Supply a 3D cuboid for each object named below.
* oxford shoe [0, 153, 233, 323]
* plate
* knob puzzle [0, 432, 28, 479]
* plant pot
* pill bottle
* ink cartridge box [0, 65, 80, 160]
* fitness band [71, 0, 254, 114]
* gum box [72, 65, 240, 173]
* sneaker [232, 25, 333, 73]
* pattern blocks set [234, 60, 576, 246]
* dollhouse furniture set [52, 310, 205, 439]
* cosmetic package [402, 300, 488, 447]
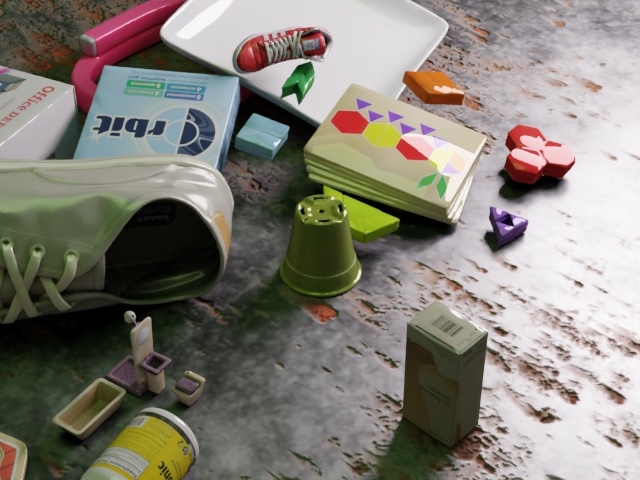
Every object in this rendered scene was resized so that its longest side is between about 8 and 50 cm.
[{"bbox_3d":[-0.285,0.013,1.199,0.450,0.169,0.130,-9,40,-20],"label":"oxford shoe"},{"bbox_3d":[-0.017,-0.244,1.563,0.278,0.045,0.277,29,49,5],"label":"plate"},{"bbox_3d":[-0.333,0.203,1.057,0.213,0.030,0.213,0,38,0],"label":"knob puzzle"},{"bbox_3d":[0.000,0.000,1.281,0.083,0.079,0.083,0,38,0],"label":"plant pot"},{"bbox_3d":[-0.154,0.194,1.042,0.065,0.065,0.116,19,42,22],"label":"pill bottle"},{"bbox_3d":[-0.395,-0.125,1.426,0.212,0.093,0.154,18,41,19],"label":"ink cartridge box"},{"bbox_3d":[-0.171,-0.227,1.592,0.209,0.054,0.291,28,47,31],"label":"fitness band"},{"bbox_3d":[-0.181,-0.107,1.411,0.157,0.041,0.184,5,53,6],"label":"gum box"},{"bbox_3d":[-0.039,-0.216,1.457,0.118,0.042,0.067,-28,27,-35],"label":"sneaker"},{"bbox_3d":[0.087,-0.094,1.408,0.325,0.026,0.285,30,49,17],"label":"pattern blocks set"},{"bbox_3d":[-0.171,0.121,1.121,0.091,0.081,0.114,22,43,25],"label":"dollhouse furniture set"},{"bbox_3d":[0.105,0.115,1.105,0.060,0.115,0.041,30,47,33],"label":"cosmetic package"}]
